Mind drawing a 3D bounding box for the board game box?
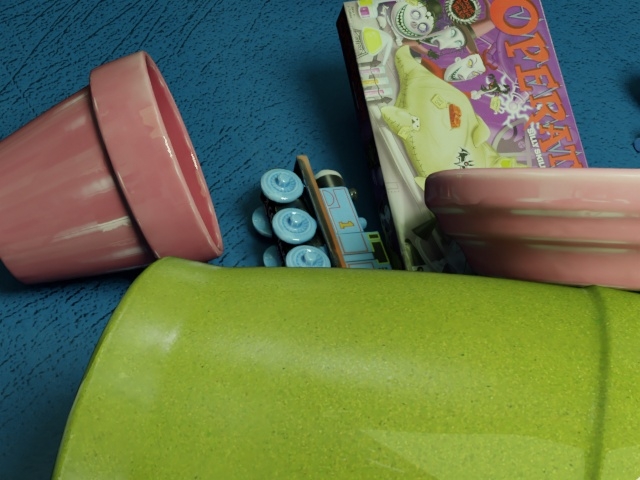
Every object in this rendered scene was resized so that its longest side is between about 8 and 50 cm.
[{"bbox_3d":[0.151,-0.082,0.982,0.208,0.056,0.347,-8,75,-15],"label":"board game box"}]

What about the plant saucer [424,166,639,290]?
[{"bbox_3d":[0.247,-0.008,0.789,0.332,0.332,0.084,3,92,-2],"label":"plant saucer"}]

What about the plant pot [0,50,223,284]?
[{"bbox_3d":[-0.206,-0.049,0.922,0.180,0.201,0.201,-21,56,1],"label":"plant pot"}]

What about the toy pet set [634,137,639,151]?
[{"bbox_3d":[0.408,-0.096,1.050,0.065,0.114,0.122,-6,55,-24],"label":"toy pet set"}]

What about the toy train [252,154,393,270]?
[{"bbox_3d":[0.000,0.000,0.963,0.105,0.080,0.184,-5,51,-19],"label":"toy train"}]

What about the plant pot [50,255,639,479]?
[{"bbox_3d":[0.028,0.166,0.655,0.353,0.366,0.366,15,54,6],"label":"plant pot"}]
